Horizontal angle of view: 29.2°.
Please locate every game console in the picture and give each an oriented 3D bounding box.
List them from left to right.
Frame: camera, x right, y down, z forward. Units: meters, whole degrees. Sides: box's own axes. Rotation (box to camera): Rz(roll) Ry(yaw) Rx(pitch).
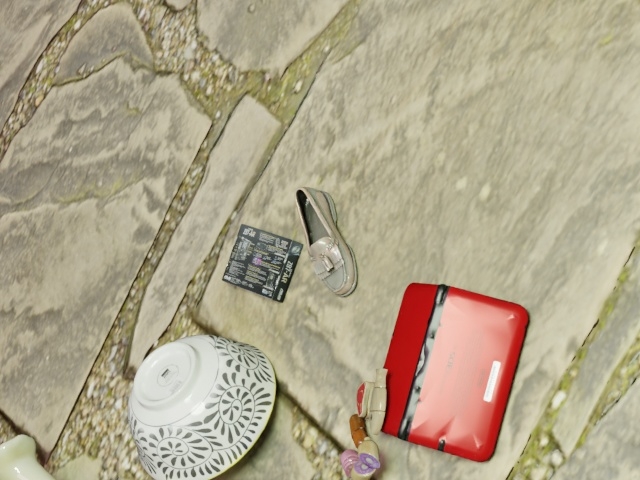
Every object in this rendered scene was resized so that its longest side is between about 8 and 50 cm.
[{"bbox_3d":[0.115,0.117,1.119,0.124,0.085,0.144,15,85,12],"label":"game console"}]

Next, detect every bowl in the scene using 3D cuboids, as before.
[{"bbox_3d":[-0.138,0.155,1.243,0.170,0.080,0.170,-21,44,21],"label":"bowl"}]

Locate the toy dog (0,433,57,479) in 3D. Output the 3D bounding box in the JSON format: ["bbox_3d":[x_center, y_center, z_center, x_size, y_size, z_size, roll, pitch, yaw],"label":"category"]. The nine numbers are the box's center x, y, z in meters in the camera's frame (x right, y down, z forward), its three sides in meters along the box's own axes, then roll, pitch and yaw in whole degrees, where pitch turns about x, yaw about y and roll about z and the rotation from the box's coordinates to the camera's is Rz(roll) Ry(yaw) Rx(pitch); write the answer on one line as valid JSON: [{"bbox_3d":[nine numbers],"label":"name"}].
[{"bbox_3d":[-0.367,0.392,1.307,0.408,0.284,0.395,1,94,43],"label":"toy dog"}]

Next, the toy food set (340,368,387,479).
[{"bbox_3d":[0.037,0.183,1.140,0.078,0.019,0.122,136,141,-66],"label":"toy food set"}]

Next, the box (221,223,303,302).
[{"bbox_3d":[-0.063,0.023,1.303,0.083,0.018,0.067,17,86,43],"label":"box"}]

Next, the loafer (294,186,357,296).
[{"bbox_3d":[0.000,0.000,1.242,0.045,0.039,0.125,-35,55,26],"label":"loafer"}]
